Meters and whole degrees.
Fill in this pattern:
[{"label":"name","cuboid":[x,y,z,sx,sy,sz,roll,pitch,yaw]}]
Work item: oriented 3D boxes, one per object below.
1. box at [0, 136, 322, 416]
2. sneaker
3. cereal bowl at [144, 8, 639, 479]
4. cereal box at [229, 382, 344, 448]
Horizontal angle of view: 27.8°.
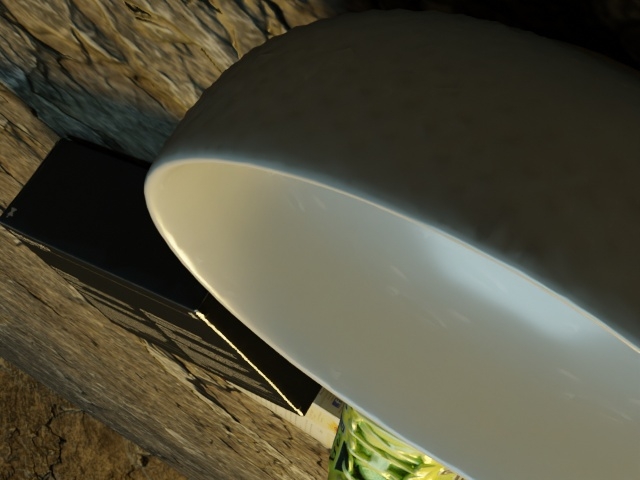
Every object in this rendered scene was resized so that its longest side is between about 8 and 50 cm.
[{"label":"box","cuboid":[-0.121,0.028,1.103,0.261,0.103,0.184,21,162,39]},{"label":"sneaker","cuboid":[0.077,0.164,1.033,0.145,0.147,0.384,30,162,17]},{"label":"cereal bowl","cuboid":[0.096,0.013,0.581,0.339,0.141,0.339,31,164,10]},{"label":"cereal box","cuboid":[-0.023,0.162,1.390,0.240,0.047,0.173,32,163,6]}]
